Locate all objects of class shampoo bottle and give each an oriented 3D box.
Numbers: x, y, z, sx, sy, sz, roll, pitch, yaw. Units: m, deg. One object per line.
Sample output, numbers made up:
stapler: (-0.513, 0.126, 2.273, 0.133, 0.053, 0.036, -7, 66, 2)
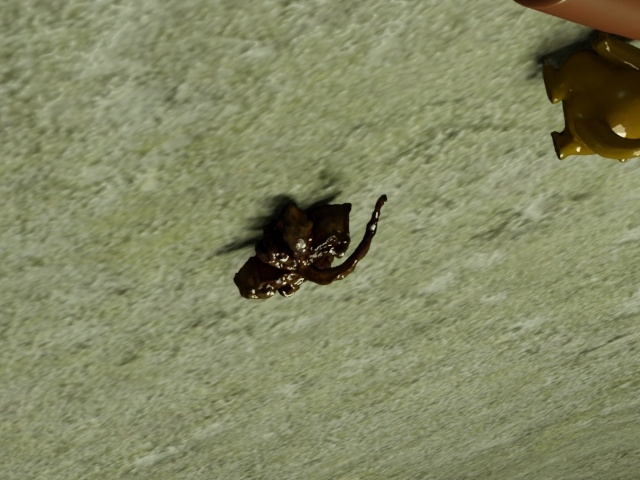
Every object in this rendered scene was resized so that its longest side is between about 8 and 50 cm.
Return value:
shampoo bottle: (0.218, -0.185, 1.356, 0.085, 0.085, 0.244, -34, 158, 33)

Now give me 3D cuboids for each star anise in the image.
star anise: (0.000, 0.000, 1.646, 0.097, 0.070, 0.191, -4, 152, -31)

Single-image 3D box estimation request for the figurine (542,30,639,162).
figurine: (0.271, -0.114, 1.528, 0.176, 0.122, 0.121, -24, 123, -12)
